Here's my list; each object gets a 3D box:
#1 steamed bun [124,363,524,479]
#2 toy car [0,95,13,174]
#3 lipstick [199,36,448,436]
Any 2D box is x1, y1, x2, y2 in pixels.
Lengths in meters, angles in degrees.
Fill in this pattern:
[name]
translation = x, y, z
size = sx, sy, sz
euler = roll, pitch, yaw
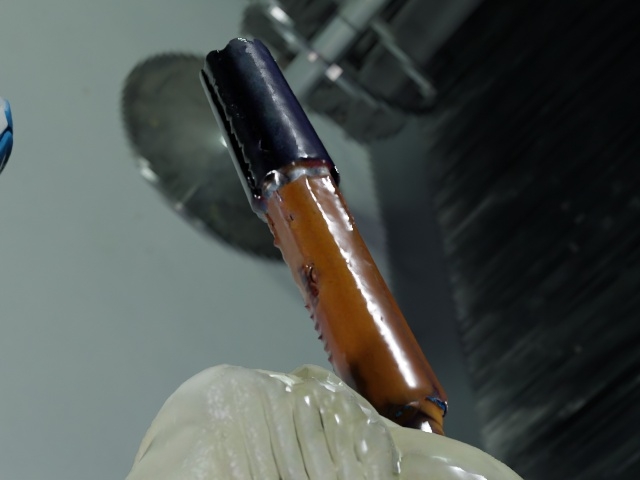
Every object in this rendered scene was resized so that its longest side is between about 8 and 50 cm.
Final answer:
[steamed bun]
translation = -0.008, 0.255, 1.084
size = 0.310, 0.324, 0.219
euler = 34, -8, 13
[toy car]
translation = -0.333, -0.009, 1.184
size = 0.166, 0.314, 0.198
euler = 63, 25, -24
[lipstick]
translation = 0.000, 0.000, 1.364
size = 0.077, 0.077, 0.418
euler = 11, 40, -39
